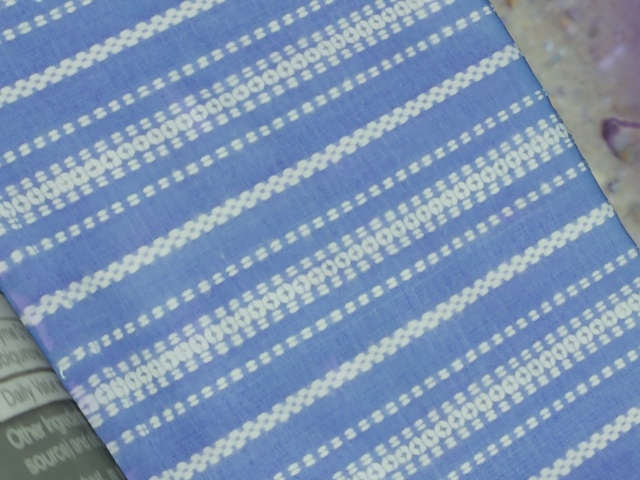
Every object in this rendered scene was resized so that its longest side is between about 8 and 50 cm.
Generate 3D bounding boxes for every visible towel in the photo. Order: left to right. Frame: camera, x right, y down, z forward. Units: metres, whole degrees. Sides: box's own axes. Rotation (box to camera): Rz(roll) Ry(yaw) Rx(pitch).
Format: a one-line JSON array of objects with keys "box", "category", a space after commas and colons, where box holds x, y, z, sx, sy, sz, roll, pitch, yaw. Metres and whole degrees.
[{"box": [0.000, 0.000, 0.648, 0.243, 0.040, 0.336, -30, 89, -26], "category": "towel"}]

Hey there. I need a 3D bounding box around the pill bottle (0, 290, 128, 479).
[{"box": [-0.165, 0.095, 0.536, 0.204, 0.204, 0.361, -34, 83, -17], "category": "pill bottle"}]
